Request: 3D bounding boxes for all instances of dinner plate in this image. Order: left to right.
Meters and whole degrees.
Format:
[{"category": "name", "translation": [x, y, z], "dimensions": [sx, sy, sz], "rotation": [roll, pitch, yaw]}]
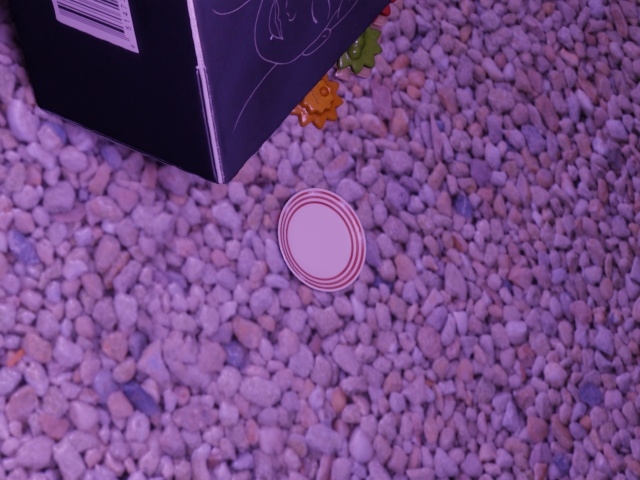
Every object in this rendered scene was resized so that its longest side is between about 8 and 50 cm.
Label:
[{"category": "dinner plate", "translation": [0.000, 0.000, 1.828], "dimensions": [0.141, 0.017, 0.141], "rotation": [10, 72, -32]}]

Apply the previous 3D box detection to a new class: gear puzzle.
[{"category": "gear puzzle", "translation": [0.017, -0.316, 1.883], "dimensions": [0.175, 0.044, 0.339], "rotation": [20, 78, -18]}]

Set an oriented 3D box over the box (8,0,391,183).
[{"category": "box", "translation": [-0.116, -0.414, 1.553], "dimensions": [0.297, 0.480, 0.472], "rotation": [24, 53, 24]}]
